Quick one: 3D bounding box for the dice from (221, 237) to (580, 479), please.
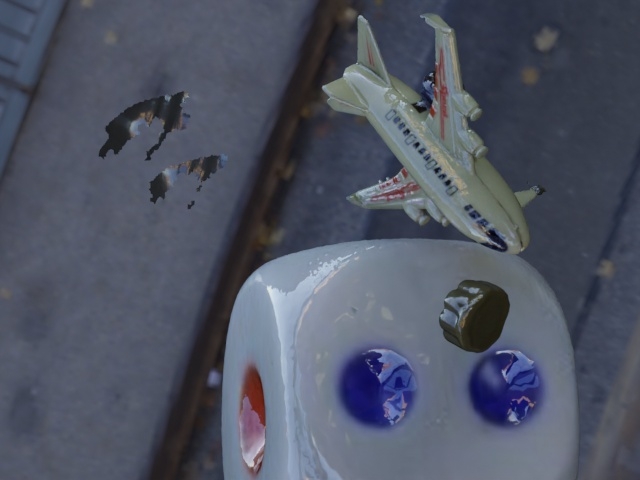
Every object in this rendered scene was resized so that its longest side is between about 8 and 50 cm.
[{"bbox_3d":[0.073,0.179,1.659,0.277,0.304,0.304,134,135,-64],"label":"dice"}]

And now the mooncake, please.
[{"bbox_3d":[0.008,0.001,1.134,0.057,0.347,0.150,9,57,53],"label":"mooncake"}]

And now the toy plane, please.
[{"bbox_3d":[0.103,-0.084,1.502,0.256,0.104,0.242,41,138,16],"label":"toy plane"}]
